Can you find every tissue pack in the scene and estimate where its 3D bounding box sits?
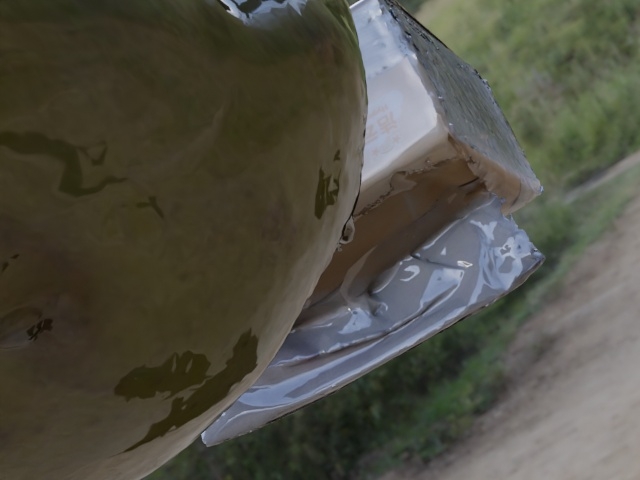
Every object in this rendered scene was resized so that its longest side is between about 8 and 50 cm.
[{"bbox_3d":[0.000,0.000,1.041,0.306,0.238,0.238,-31,-1,17],"label":"tissue pack"}]

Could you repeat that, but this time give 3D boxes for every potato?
[{"bbox_3d":[-0.119,-0.020,0.405,0.203,0.218,0.351,21,16,32],"label":"potato"}]
